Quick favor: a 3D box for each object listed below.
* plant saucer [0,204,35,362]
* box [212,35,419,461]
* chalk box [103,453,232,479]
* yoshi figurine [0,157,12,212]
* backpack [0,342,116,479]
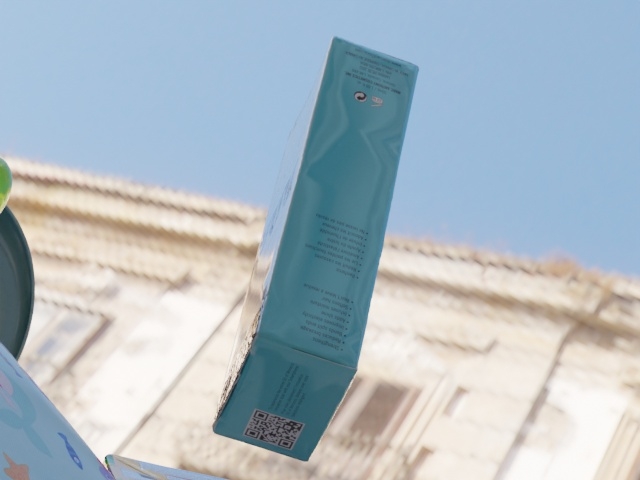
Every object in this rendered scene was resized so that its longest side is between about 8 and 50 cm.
[{"bbox_3d":[-0.412,0.074,1.762,0.318,0.317,0.043,14,-20,18],"label":"plant saucer"},{"bbox_3d":[0.000,0.000,1.109,0.060,0.244,0.100,19,-41,-6],"label":"box"},{"bbox_3d":[-0.111,0.276,1.326,0.132,0.132,0.213,15,-87,-11],"label":"chalk box"},{"bbox_3d":[-0.380,0.036,1.324,0.203,0.362,0.203,50,-9,38],"label":"yoshi figurine"},{"bbox_3d":[-0.185,0.101,0.588,0.225,0.253,0.191,46,-75,21],"label":"backpack"}]
